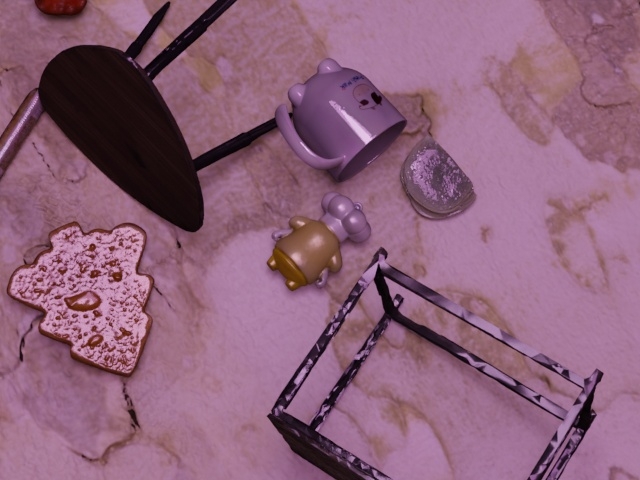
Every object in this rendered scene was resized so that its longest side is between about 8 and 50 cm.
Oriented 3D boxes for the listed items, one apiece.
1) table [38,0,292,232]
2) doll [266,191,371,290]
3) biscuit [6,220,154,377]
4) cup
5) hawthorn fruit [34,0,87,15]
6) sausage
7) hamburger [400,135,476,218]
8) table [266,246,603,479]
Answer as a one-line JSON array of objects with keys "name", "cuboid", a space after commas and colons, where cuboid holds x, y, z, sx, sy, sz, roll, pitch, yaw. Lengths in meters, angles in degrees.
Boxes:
[{"name": "table", "cuboid": [-0.190, -0.229, 1.836, 0.317, 0.317, 0.249, 42, 62, 5]}, {"name": "doll", "cuboid": [0.000, 0.000, 1.893, 0.162, 0.062, 0.106, -41, 87, -12]}, {"name": "biscuit", "cuboid": [-0.317, 0.085, 1.857, 0.212, 0.041, 0.239, -23, 80, -16]}, {"name": "cup", "cuboid": [0.014, -0.168, 1.894, 0.173, 0.134, 0.142, -39, 82, -17]}, {"name": "hawthorn fruit", "cuboid": [-0.381, -0.374, 1.934, 0.093, 0.093, 0.093, 1, 77, -5]}, {"name": "sausage", "cuboid": [-0.463, -0.113, 1.894, 0.032, 0.033, 0.269, 28, 76, 2]}, {"name": "hamburger", "cuboid": [0.165, -0.082, 1.932, 0.084, 0.054, 0.121, -44, 91, -14]}, {"name": "table", "cuboid": [0.157, 0.229, 1.730, 0.335, 0.222, 0.272, 30, 76, 19]}]
